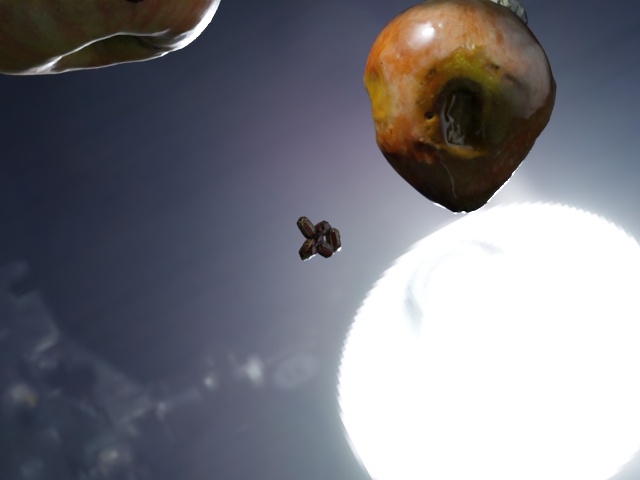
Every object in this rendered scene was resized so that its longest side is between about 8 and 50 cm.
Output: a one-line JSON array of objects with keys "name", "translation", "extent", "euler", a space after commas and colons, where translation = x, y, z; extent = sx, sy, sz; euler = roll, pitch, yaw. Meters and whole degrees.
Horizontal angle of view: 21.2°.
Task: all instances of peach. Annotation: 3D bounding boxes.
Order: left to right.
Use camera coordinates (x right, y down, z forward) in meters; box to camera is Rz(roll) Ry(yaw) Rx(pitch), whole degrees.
[{"name": "peach", "translation": [0.156, -0.147, 1.886], "extent": [0.214, 0.214, 0.236], "euler": [14, -108, -83]}]

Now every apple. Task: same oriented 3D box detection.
[{"name": "apple", "translation": [-0.317, -0.382, 2.087], "extent": [0.391, 0.391, 0.347], "euler": [19, -125, -82]}]

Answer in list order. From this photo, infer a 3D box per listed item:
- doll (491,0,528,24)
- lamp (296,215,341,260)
[{"name": "doll", "translation": [0.223, -0.289, 2.205], "extent": [0.286, 0.091, 0.203], "euler": [74, -153, -78]}, {"name": "lamp", "translation": [0.000, 0.000, 2.356], "extent": [0.083, 0.031, 0.063], "euler": [9, -107, -53]}]
